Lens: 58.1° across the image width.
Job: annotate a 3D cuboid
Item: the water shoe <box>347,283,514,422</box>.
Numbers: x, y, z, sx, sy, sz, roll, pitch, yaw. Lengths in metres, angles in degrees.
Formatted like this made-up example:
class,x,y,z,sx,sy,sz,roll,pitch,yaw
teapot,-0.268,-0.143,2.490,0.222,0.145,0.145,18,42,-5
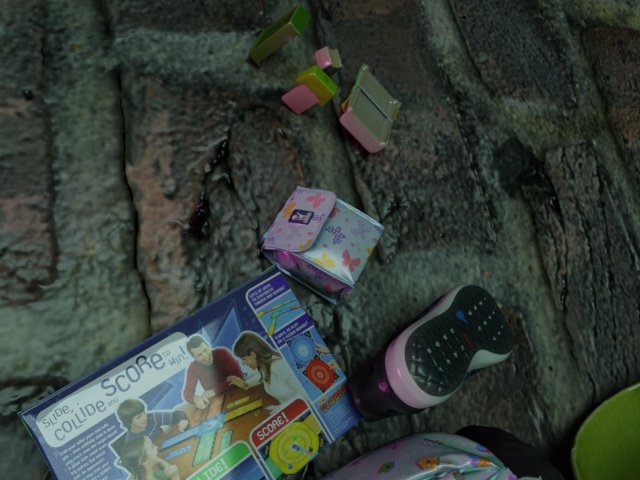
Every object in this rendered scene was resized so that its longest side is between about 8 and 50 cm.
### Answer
class,x,y,z,sx,sy,sz,roll,pitch,yaw
water shoe,0.094,0.088,0.481,0.203,0.080,0.073,-7,67,-54

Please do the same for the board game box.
class,x,y,z,sx,sy,sz,roll,pitch,yaw
board game box,-0.078,0.122,0.404,0.201,0.035,0.136,-29,84,-31

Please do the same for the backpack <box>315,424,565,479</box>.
class,x,y,z,sx,sy,sz,roll,pitch,yaw
backpack,0.060,0.198,0.388,0.181,0.152,0.115,-20,74,-17

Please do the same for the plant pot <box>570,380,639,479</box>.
class,x,y,z,sx,sy,sz,roll,pitch,yaw
plant pot,0.378,0.283,0.443,0.274,0.274,0.294,-24,97,-30

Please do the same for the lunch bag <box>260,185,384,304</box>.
class,x,y,z,sx,sy,sz,roll,pitch,yaw
lunch bag,0.000,0.000,0.480,0.083,0.053,0.071,32,58,0

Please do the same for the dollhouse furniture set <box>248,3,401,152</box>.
class,x,y,z,sx,sy,sz,roll,pitch,yaw
dollhouse furniture set,0.006,-0.146,0.558,0.151,0.058,0.076,40,49,-28
